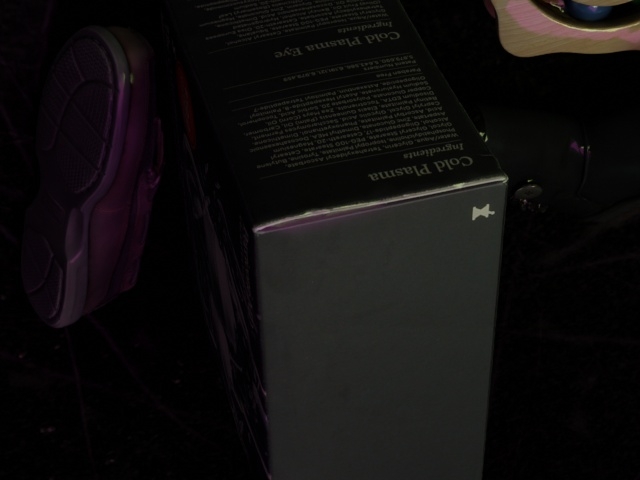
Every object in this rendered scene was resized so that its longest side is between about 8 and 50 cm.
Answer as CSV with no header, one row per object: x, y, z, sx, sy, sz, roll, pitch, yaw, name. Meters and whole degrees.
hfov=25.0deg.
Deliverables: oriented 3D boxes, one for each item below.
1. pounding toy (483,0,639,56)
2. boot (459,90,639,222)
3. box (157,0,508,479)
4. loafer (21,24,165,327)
0.253,-0.214,1.123,0.269,0.155,0.154,-3,125,-5,pounding toy
0.218,-0.085,1.255,0.207,0.094,0.246,5,158,-28,boot
0.000,0.000,1.131,0.179,0.312,0.343,-13,133,-12,box
-0.174,-0.055,1.173,0.095,0.109,0.302,-16,144,-36,loafer
